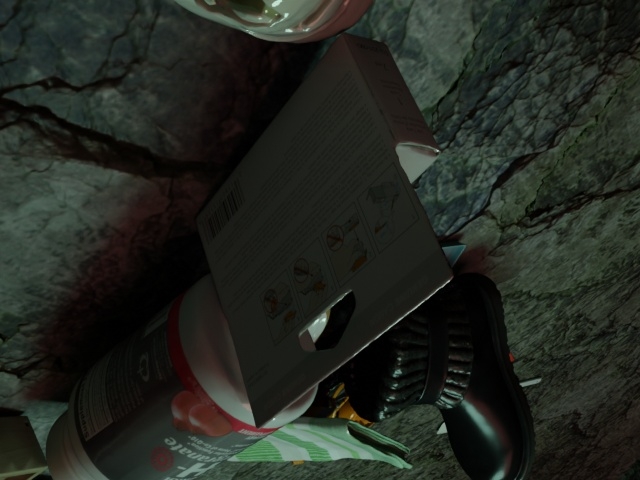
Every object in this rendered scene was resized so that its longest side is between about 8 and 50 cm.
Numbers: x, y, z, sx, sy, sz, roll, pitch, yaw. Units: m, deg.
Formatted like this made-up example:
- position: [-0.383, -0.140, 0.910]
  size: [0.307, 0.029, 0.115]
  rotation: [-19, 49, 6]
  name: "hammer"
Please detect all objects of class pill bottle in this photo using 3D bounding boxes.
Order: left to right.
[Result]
- position: [-0.168, 0.181, 0.829]
  size: [0.319, 0.176, 0.176]
  rotation: [-37, 148, 29]
  name: "pill bottle"

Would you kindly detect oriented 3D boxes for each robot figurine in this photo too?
- position: [0.058, 0.240, 1.179]
  size: [0.211, 0.085, 0.291]
  rotation: [5, 132, -43]
  name: "robot figurine"

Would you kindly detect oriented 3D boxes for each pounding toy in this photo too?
- position: [-0.421, 0.256, 0.838]
  size: [0.141, 0.100, 0.130]
  rotation: [-35, 160, 10]
  name: "pounding toy"

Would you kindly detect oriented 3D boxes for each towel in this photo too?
- position: [-0.061, 0.280, 1.030]
  size: [0.325, 0.038, 0.248]
  rotation: [-5, 154, 26]
  name: "towel"

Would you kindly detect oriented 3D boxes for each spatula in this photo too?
- position: [0.382, 0.368, 1.656]
  size: [0.242, 0.019, 0.168]
  rotation: [-3, 131, -37]
  name: "spatula"

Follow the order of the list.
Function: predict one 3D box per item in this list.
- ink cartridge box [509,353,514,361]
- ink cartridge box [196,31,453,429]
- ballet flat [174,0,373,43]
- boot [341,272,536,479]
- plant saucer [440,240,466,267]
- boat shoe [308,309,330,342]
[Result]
- position: [0.347, 0.274, 1.494]
  size: [0.115, 0.029, 0.063]
  rotation: [-35, 146, 5]
  name: "ink cartridge box"
- position: [0.000, 0.000, 0.651]
  size: [0.060, 0.238, 0.275]
  rotation: [3, 144, -40]
  name: "ink cartridge box"
- position: [-0.073, -0.208, 0.471]
  size: [0.139, 0.139, 0.400]
  rotation: [-45, 144, 20]
  name: "ballet flat"
- position: [0.164, 0.224, 1.041]
  size: [0.131, 0.347, 0.260]
  rotation: [-14, 180, 45]
  name: "boot"
- position: [0.114, 0.032, 1.019]
  size: [0.192, 0.018, 0.067]
  rotation: [-6, 139, -34]
  name: "plant saucer"
- position: [-0.077, 0.139, 0.947]
  size: [0.096, 0.098, 0.277]
  rotation: [1, 134, -25]
  name: "boat shoe"
